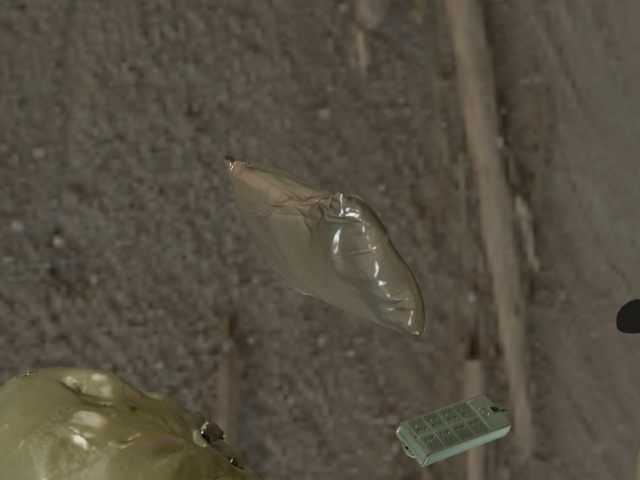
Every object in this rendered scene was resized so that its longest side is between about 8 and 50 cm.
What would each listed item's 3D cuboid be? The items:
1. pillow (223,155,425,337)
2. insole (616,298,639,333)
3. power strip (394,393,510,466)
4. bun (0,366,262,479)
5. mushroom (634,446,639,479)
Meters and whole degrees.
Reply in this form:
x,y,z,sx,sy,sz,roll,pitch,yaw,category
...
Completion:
x,y,z,sx,sy,sz,roll,pitch,yaw,category
0.000,0.000,1.695,0.067,0.270,0.173,-34,116,-22,pillow
0.333,0.068,1.461,0.002,0.152,0.053,47,52,-38,insole
0.135,0.183,1.602,0.136,0.051,0.019,-14,139,-35,power strip
-0.182,0.269,1.599,0.362,0.234,0.326,49,-1,-10,bun
0.429,0.234,1.591,0.254,0.234,0.260,-5,98,-70,mushroom
